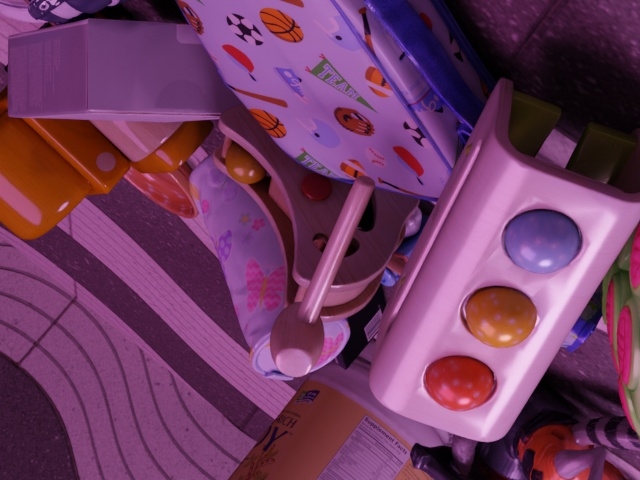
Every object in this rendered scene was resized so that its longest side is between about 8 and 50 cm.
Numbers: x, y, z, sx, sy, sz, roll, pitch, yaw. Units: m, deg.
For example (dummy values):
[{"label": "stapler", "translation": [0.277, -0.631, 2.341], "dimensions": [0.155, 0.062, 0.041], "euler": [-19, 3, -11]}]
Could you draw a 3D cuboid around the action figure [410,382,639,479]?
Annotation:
[{"label": "action figure", "translation": [0.300, 0.244, 1.740], "dimensions": [0.341, 0.179, 0.330], "euler": [14, -173, -35]}]

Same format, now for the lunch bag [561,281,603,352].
[{"label": "lunch bag", "translation": [0.194, 0.034, 1.338], "dimensions": [0.129, 0.096, 0.151], "euler": [36, -166, 9]}]

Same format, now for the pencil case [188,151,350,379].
[{"label": "pencil case", "translation": [-0.061, 0.019, 1.675], "dimensions": [0.113, 0.124, 0.273], "euler": [29, -149, -51]}]

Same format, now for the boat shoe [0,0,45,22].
[{"label": "boat shoe", "translation": [-0.373, -0.325, 1.680], "dimensions": [0.258, 0.095, 0.084], "euler": [27, 161, 26]}]

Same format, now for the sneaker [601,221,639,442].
[{"label": "sneaker", "translation": [0.357, 0.130, 1.227], "dimensions": [0.185, 0.202, 0.483], "euler": [-89, -23, -55]}]

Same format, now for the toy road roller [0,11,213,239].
[{"label": "toy road roller", "translation": [-0.301, -0.126, 1.795], "dimensions": [0.202, 0.240, 0.329], "euler": [44, 164, -18]}]

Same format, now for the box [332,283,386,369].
[{"label": "box", "translation": [-0.025, 0.034, 1.883], "dimensions": [0.184, 0.103, 0.261], "euler": [35, 164, 23]}]

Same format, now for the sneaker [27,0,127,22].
[{"label": "sneaker", "translation": [-0.196, -0.276, 1.271], "dimensions": [0.282, 0.153, 0.099], "euler": [92, 160, -70]}]

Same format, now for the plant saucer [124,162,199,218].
[{"label": "plant saucer", "translation": [-0.237, -0.108, 2.076], "dimensions": [0.200, 0.037, 0.200], "euler": [37, 164, 12]}]

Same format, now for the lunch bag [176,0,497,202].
[{"label": "lunch bag", "translation": [0.022, -0.157, 1.233], "dimensions": [0.243, 0.115, 0.303], "euler": [11, 150, 49]}]

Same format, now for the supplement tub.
[{"label": "supplement tub", "translation": [0.028, 0.328, 2.139], "dimensions": [0.241, 0.331, 0.241], "euler": [35, 163, 12]}]

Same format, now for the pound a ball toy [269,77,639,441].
[{"label": "pound a ball toy", "translation": [0.096, 0.032, 1.173], "dimensions": [0.208, 0.136, 0.319], "euler": [20, 129, -6]}]

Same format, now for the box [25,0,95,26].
[{"label": "box", "translation": [-0.275, -0.287, 1.515], "dimensions": [0.136, 0.036, 0.225], "euler": [41, 159, -5]}]

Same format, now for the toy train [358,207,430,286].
[{"label": "toy train", "translation": [0.065, -0.009, 1.608], "dimensions": [0.105, 0.080, 0.184], "euler": [53, 160, -24]}]

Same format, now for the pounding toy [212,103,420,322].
[{"label": "pounding toy", "translation": [0.000, 0.000, 1.422], "dimensions": [0.269, 0.154, 0.155], "euler": [45, 153, 14]}]

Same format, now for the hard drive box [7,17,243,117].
[{"label": "hard drive box", "translation": [-0.191, -0.165, 1.506], "dimensions": [0.181, 0.089, 0.232], "euler": [-1, -176, -31]}]
